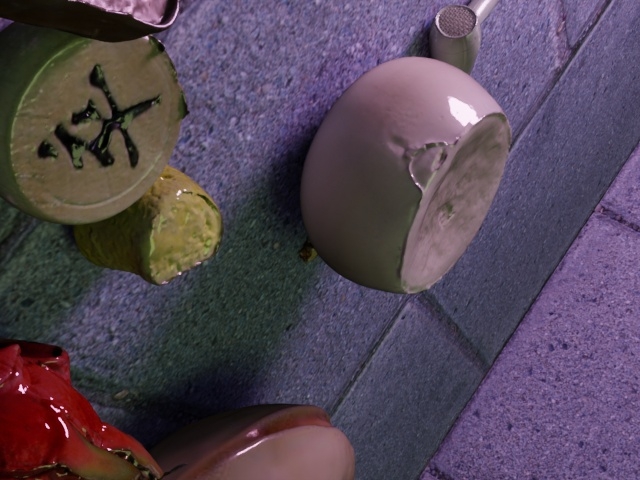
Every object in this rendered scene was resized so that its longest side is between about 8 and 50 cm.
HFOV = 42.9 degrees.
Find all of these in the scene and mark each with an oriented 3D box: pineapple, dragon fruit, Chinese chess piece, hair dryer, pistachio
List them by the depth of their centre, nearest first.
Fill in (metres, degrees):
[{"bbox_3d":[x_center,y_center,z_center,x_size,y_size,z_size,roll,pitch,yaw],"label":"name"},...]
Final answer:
[{"bbox_3d":[-0.205,-0.105,0.696,0.188,0.083,0.188,-35,141,-35],"label":"Chinese chess piece"},{"bbox_3d":[-0.267,0.194,0.719,0.293,0.233,0.233,-2,130,-12],"label":"dragon fruit"},{"bbox_3d":[-0.119,0.397,1.164,0.445,0.281,0.365,3,120,-55],"label":"pistachio"},{"bbox_3d":[0.000,0.000,1.236,0.083,0.019,0.045,-37,153,-37],"label":"pineapple"},{"bbox_3d":[0.243,-0.331,1.267,0.237,0.075,0.206,-57,161,-19],"label":"hair dryer"}]

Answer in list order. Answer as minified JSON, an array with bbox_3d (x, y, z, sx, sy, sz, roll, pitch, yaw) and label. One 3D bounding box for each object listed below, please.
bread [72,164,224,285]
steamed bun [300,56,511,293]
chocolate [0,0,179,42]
[{"bbox_3d":[-0.172,-0.024,0.818,0.129,0.114,0.111,-37,140,-41],"label":"bread"},{"bbox_3d":[0.104,-0.090,1.103,0.324,0.206,0.324,-43,151,-31],"label":"steamed bun"},{"bbox_3d":[-0.196,-0.219,0.552,0.214,0.093,0.148,2,85,-57],"label":"chocolate"}]
